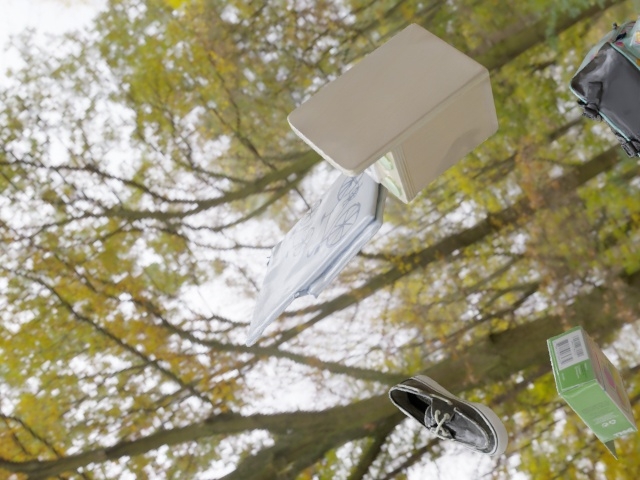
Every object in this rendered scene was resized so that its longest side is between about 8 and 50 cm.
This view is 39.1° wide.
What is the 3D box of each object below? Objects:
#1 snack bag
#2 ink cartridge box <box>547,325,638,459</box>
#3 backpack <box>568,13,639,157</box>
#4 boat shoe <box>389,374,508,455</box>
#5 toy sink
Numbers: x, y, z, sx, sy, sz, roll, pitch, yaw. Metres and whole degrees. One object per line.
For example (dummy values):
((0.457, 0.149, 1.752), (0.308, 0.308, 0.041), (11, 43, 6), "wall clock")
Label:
((0.000, 0.000, 1.507), (0.037, 0.342, 0.323), (36, -152, -14), "snack bag")
((0.433, 0.237, 1.394), (0.209, 0.062, 0.109), (46, -151, -32), "ink cartridge box")
((0.402, -0.194, 1.092), (0.166, 0.144, 0.188), (41, -152, 3), "backpack")
((0.198, 0.284, 1.430), (0.070, 0.078, 0.219), (-8, -160, -37), "boat shoe")
((0.100, -0.155, 1.224), (0.153, 0.234, 0.131), (43, 166, 38), "toy sink")
